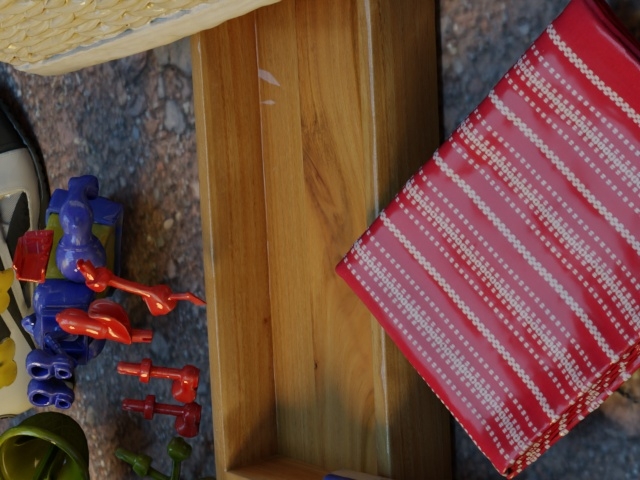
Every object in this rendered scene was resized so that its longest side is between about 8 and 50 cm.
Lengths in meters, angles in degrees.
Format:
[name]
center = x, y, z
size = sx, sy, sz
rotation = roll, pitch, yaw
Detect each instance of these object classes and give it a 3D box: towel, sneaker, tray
[towel]
center = 0.145, 0.000, 1.057
size = 0.199, 0.031, 0.275
rotation = 52, 121, 18
[sneaker]
center = -0.338, 0.010, 1.573
size = 0.122, 0.146, 0.331
rotation = -17, 85, 50
[tray]
center = 0.000, 0.000, 1.245
size = 0.202, 0.076, 0.411
rotation = 9, 105, 47

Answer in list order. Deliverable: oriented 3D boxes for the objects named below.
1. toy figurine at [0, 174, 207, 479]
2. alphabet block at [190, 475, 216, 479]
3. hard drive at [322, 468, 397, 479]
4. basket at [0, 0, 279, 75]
[toy figurine]
center = -0.189, 0.065, 1.454
size = 0.363, 0.191, 0.217
rotation = 97, 178, -48
[alphabet block]
center = -0.153, 0.338, 1.383
size = 0.192, 0.193, 0.197
rotation = -47, 64, 27
[hard drive]
center = 0.137, 0.287, 1.108
size = 0.318, 0.040, 0.210
rotation = 8, 99, 32
[basket]
center = -0.211, -0.321, 1.206
size = 0.331, 0.266, 0.328
rotation = -10, 75, 49
